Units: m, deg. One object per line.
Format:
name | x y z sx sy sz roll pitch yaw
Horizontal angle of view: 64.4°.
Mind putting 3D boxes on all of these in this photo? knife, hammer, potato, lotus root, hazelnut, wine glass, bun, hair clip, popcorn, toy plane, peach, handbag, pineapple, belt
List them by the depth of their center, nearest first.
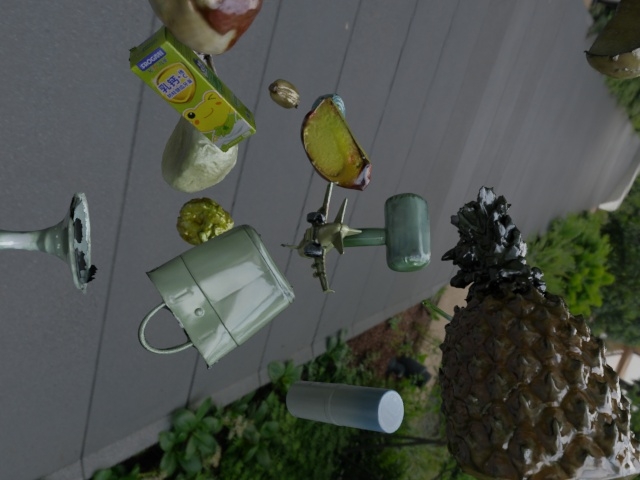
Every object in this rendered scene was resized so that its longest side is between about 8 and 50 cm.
pineapple | 0.232 0.106 0.601 0.202 0.201 0.363 52 33 -59
wine glass | -0.451 0.004 0.626 0.320 0.143 0.144 -1 120 -19
potato | 0.609 -0.393 0.950 0.243 0.138 0.098 -56 132 -14
hazelnut | -0.231 -0.525 1.035 0.241 0.260 0.261 -58 156 -45
handbag | -0.228 0.123 1.059 0.315 0.109 0.241 -32 102 -10
toy plane | 0.000 0.000 1.108 0.104 0.256 0.242 11 72 -28
hammer | 0.119 -0.015 1.342 0.119 0.334 0.207 56 31 -74
hair clip | -0.306 -0.459 1.451 0.069 0.173 0.301 -33 140 -13
peach | 0.047 -0.253 1.456 0.158 0.268 0.154 -32 -178 17
lotus root | -0.103 -0.425 1.480 0.150 0.062 0.073 12 102 -62
knife | 0.417 0.249 1.696 0.022 0.184 0.026 -58 179 30
belt | 0.026 -0.445 1.805 0.163 0.082 0.148 -2 91 -64
popcorn | -0.418 -0.065 1.832 0.198 0.197 0.155 -63 176 -2
bun | -0.417 -0.329 1.833 0.227 0.352 0.350 21 68 -30

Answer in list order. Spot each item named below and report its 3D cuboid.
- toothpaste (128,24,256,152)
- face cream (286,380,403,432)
toothpaste | -0.291 -0.348 1.209 0.110 0.077 0.327 -27 141 18
face cream | 0.040 0.317 0.985 0.077 0.250 0.078 9 77 -43
